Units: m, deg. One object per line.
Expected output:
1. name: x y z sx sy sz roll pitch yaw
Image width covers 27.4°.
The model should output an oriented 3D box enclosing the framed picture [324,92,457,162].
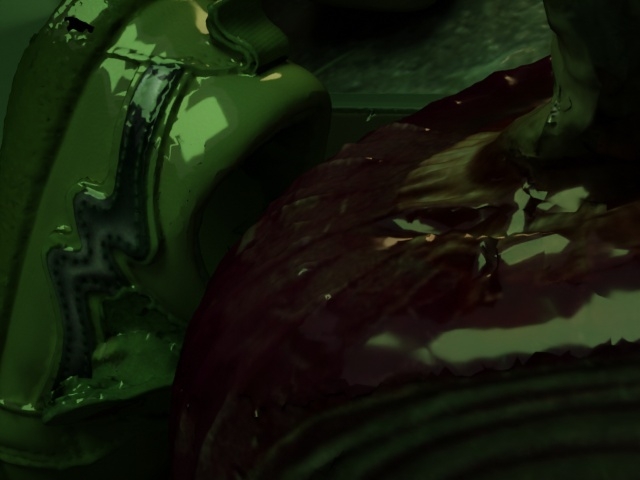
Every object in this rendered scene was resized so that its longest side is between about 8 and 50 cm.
1. framed picture: 0.000 0.000 0.698 0.296 0.019 0.232 5 47 34

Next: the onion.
1. onion: 0.079 0.042 0.435 0.230 0.273 0.256 1 8 36

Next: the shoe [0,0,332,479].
1. shoe: -0.075 0.019 0.529 0.140 0.262 0.128 -12 32 -44

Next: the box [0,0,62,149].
1. box: -0.131 -0.082 0.662 0.129 0.225 0.086 -16 7 12

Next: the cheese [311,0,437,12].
1. cheese: 0.033 -0.259 0.832 0.117 0.218 0.235 5 24 19
